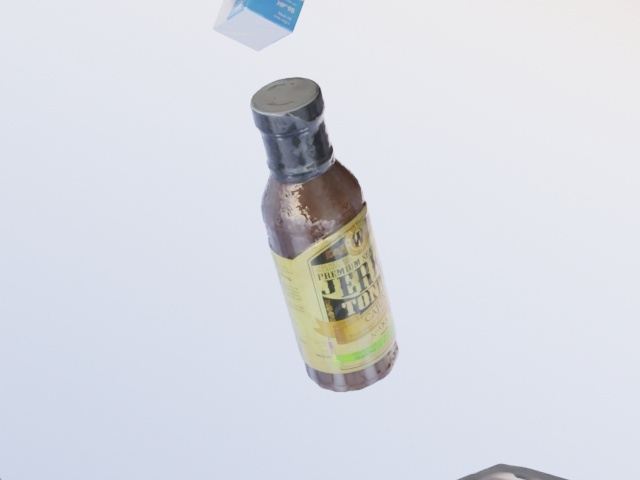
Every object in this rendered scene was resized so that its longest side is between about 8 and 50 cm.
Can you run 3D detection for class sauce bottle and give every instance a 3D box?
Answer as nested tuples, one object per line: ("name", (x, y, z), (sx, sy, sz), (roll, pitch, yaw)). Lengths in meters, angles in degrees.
("sauce bottle", (0.000, 0.000, 1.280), (0.111, 0.344, 0.111), (-11, -144, 8))

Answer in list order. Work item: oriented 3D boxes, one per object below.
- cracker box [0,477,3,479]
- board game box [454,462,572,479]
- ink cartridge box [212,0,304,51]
("cracker box", (-0.415, 0.221, 1.190), (0.155, 0.232, 0.067), (-43, -137, -18))
("board game box", (0.201, 0.197, 0.555), (0.389, 0.050, 0.390), (13, -176, 26))
("ink cartridge box", (-0.043, -0.300, 1.327), (0.060, 0.180, 0.104), (24, 168, -20))
